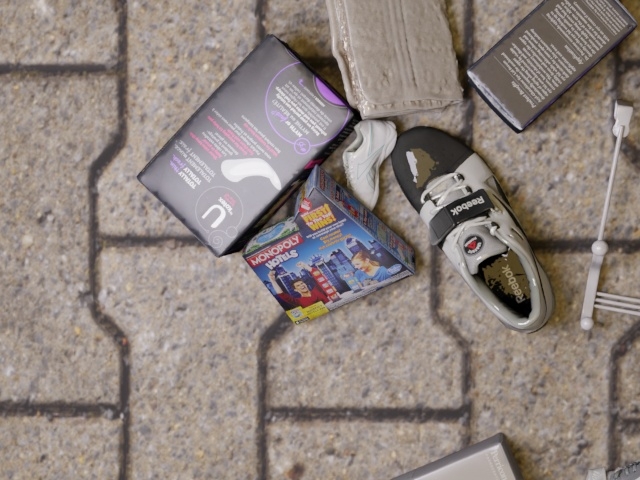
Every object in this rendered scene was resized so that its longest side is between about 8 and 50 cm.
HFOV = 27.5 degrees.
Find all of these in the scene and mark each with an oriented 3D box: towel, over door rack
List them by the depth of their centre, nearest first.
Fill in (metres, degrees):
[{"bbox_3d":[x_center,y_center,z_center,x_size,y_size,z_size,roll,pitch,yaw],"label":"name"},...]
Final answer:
[{"bbox_3d":[0.487,-0.018,1.745,0.239,0.108,0.324,9,93,6],"label":"over door rack"},{"bbox_3d":[0.095,-0.306,1.767,0.187,0.049,0.282,-8,89,-36],"label":"towel"}]

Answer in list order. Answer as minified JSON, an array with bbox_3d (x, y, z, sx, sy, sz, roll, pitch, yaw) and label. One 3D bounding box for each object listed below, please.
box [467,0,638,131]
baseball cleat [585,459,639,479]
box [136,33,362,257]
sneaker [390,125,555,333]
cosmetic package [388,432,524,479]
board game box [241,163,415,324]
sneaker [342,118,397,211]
[{"bbox_3d":[0.303,-0.249,1.738,0.207,0.153,0.108,-43,87,8],"label":"box"},{"bbox_3d":[0.429,0.323,1.786,0.109,0.072,0.206,36,93,11],"label":"baseball cleat"},{"bbox_3d":[-0.093,-0.128,1.799,0.165,0.143,0.270,45,97,3],"label":"box"},{"bbox_3d":[0.210,-0.020,1.765,0.122,0.146,0.331,-38,86,9],"label":"sneaker"},{"bbox_3d":[0.170,0.371,1.807,0.238,0.107,0.127,-27,86,11],"label":"cosmetic package"},{"bbox_3d":[0.000,0.000,1.790,0.194,0.060,0.194,-24,121,19],"label":"board game box"},{"bbox_3d":[0.054,-0.098,1.812,0.061,0.053,0.152,8,104,-32],"label":"sneaker"}]
